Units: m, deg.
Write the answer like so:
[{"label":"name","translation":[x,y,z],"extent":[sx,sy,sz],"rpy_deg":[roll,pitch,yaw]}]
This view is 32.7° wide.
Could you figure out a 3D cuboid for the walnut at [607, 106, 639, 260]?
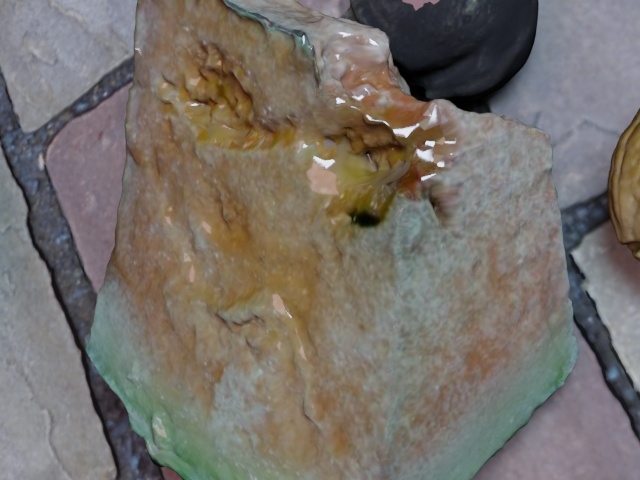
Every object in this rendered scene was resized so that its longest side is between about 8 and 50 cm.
[{"label":"walnut","translation":[0.207,-0.038,0.575],"extent":[0.105,0.105,0.124],"rpy_deg":[36,83,28]}]

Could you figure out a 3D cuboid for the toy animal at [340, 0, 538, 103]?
[{"label":"toy animal","translation":[0.083,-0.249,0.675],"extent":[0.168,0.106,0.343],"rpy_deg":[14,84,30]}]

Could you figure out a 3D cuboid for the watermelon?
[{"label":"watermelon","translation":[0.008,0.003,0.625],"extent":[0.264,0.151,0.302],"rpy_deg":[28,118,33]}]
